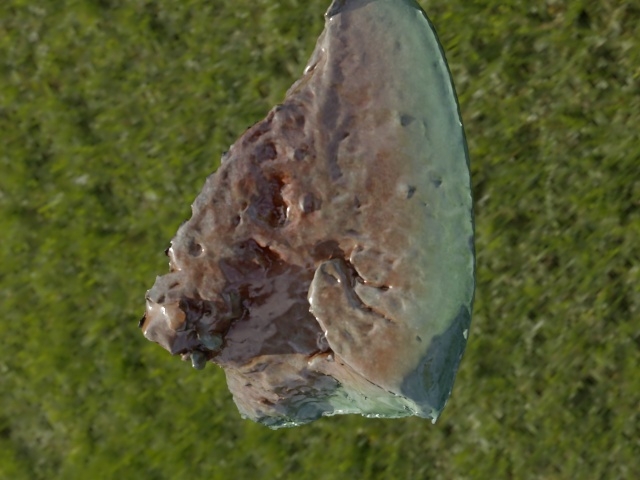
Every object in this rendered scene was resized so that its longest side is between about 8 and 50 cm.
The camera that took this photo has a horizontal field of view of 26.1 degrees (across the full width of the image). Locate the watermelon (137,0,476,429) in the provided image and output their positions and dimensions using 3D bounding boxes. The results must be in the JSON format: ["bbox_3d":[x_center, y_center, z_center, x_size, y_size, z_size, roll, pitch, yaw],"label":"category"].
[{"bbox_3d":[0.009,-0.003,0.430,0.101,0.080,0.155,27,94,53],"label":"watermelon"}]
